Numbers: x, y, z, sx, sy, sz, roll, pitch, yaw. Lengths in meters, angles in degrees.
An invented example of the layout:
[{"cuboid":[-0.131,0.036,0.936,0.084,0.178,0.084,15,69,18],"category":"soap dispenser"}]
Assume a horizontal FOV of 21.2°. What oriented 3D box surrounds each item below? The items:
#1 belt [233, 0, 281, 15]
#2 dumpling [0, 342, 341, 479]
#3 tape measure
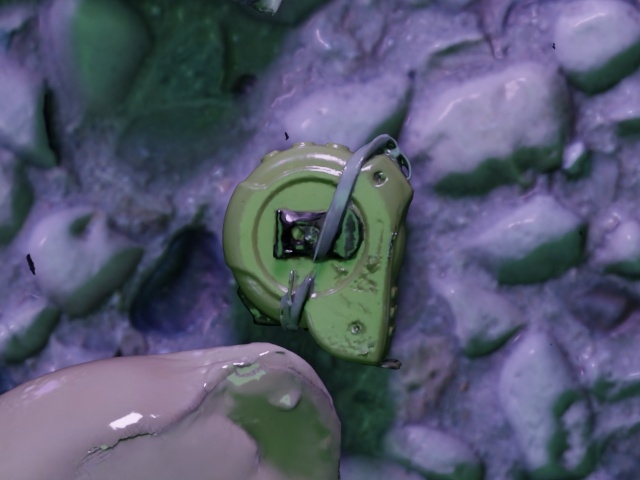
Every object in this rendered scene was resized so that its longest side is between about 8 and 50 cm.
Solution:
[{"cuboid":[-0.116,-0.239,1.312,0.163,0.147,0.082,29,99,30],"category":"belt"},{"cuboid":[-0.151,0.241,1.331,0.395,0.233,0.315,-32,119,-5],"category":"dumpling"},{"cuboid":[0.000,0.000,1.329,0.154,0.087,0.177,9,91,9],"category":"tape measure"}]
